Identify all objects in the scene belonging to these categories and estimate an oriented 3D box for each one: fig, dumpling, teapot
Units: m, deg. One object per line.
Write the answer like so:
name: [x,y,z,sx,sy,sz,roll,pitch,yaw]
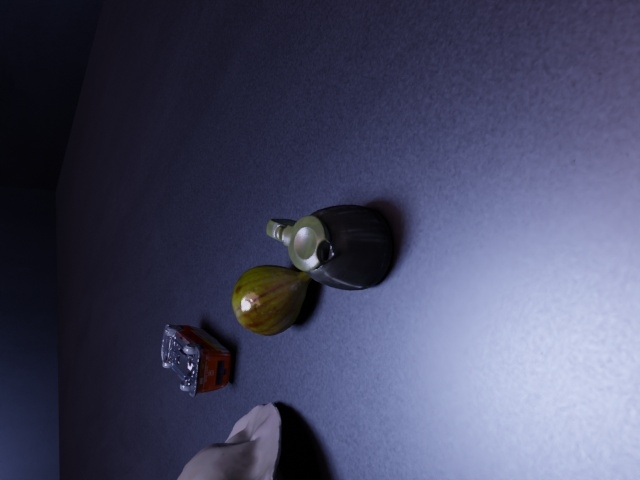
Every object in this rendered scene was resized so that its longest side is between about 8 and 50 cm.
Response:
fig: [-0.051,0.055,0.613,0.166,0.094,0.093,-48,50,43]
dumpling: [-0.128,0.332,0.649,0.293,0.164,0.204,143,119,-63]
teapot: [0.002,0.008,0.526,0.124,0.091,0.092,-17,72,43]

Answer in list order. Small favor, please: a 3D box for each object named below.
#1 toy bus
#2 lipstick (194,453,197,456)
toy bus: [-0.215,0.195,0.854,0.174,0.077,0.079,15,100,56]
lipstick: [-0.216,0.466,0.883,0.027,0.027,0.176,11,98,56]
